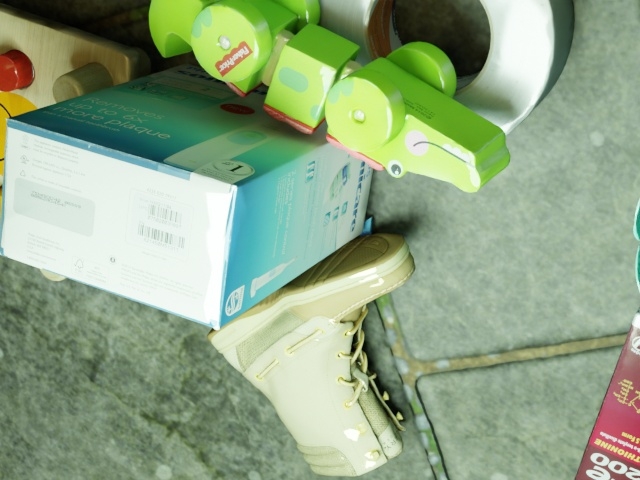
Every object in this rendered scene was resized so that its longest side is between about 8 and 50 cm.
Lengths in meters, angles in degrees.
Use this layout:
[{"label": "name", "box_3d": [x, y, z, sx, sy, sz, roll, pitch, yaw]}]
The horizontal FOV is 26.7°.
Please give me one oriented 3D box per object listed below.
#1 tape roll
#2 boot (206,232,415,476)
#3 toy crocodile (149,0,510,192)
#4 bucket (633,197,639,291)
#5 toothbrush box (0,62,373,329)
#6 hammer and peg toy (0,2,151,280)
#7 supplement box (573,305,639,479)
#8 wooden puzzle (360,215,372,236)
[{"label": "tape roll", "box_3d": [0.104, -0.186, 1.166, 0.219, 0.072, 0.219, 9, 114, 21]}, {"label": "boot", "box_3d": [0.031, 0.118, 1.305, 0.262, 0.095, 0.203, -29, 99, 38]}, {"label": "toy crocodile", "box_3d": [0.001, -0.133, 1.128, 0.340, 0.115, 0.105, 30, 126, 13]}, {"label": "bucket", "box_3d": [0.392, -0.024, 1.038, 0.281, 0.183, 0.281, 9, 114, 20]}, {"label": "toothbrush box", "box_3d": [-0.104, -0.052, 1.179, 0.216, 0.295, 0.126, 17, 111, 21]}, {"label": "hammer and peg toy", "box_3d": [-0.299, -0.157, 1.332, 0.266, 0.127, 0.361, 19, 118, 18]}, {"label": "supplement box", "box_3d": [0.316, 0.173, 1.221, 0.130, 0.073, 0.239, 20, 119, 15]}, {"label": "wooden puzzle", "box_3d": [0.000, 0.000, 1.328, 0.116, 0.014, 0.079, 5, 118, 23]}]
